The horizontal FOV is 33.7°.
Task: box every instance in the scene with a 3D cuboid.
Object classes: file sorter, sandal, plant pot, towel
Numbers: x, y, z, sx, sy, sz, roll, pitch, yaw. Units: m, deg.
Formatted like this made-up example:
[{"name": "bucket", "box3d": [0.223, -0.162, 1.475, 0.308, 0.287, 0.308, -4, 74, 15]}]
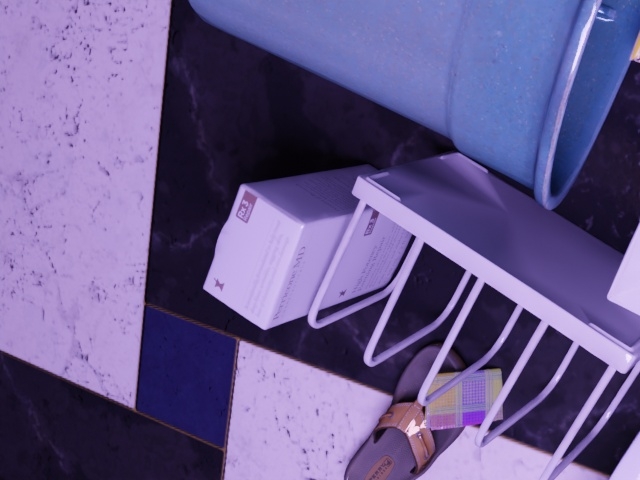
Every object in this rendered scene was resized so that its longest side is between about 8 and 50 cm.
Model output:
[{"name": "file sorter", "box3d": [0.160, 0.068, 0.977, 0.277, 0.193, 0.173, 34, 118, 23]}, {"name": "sandal", "box3d": [0.086, 0.207, 1.125, 0.090, 0.060, 0.219, 43, 114, 18]}, {"name": "plant pot", "box3d": [0.089, -0.241, 0.836, 0.334, 0.341, 0.341, 22, 111, 16]}, {"name": "towel", "box3d": [0.146, 0.161, 1.081, 0.083, 0.009, 0.060, -5, 102, -11]}]

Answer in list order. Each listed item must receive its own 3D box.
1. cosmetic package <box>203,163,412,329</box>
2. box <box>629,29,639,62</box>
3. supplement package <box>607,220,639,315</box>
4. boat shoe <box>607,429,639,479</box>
[{"name": "cosmetic package", "box3d": [0.000, 0.000, 1.039, 0.085, 0.231, 0.117, 32, 115, 24]}, {"name": "box", "box3d": [0.440, -0.208, 0.811, 0.322, 0.079, 0.257, 27, 111, 26]}, {"name": "supplement package", "box3d": [0.366, 0.007, 0.824, 0.194, 0.203, 0.149, 29, 113, 24]}, {"name": "boat shoe", "box3d": [0.306, 0.329, 0.966, 0.156, 0.136, 0.367, 27, 115, 26]}]
